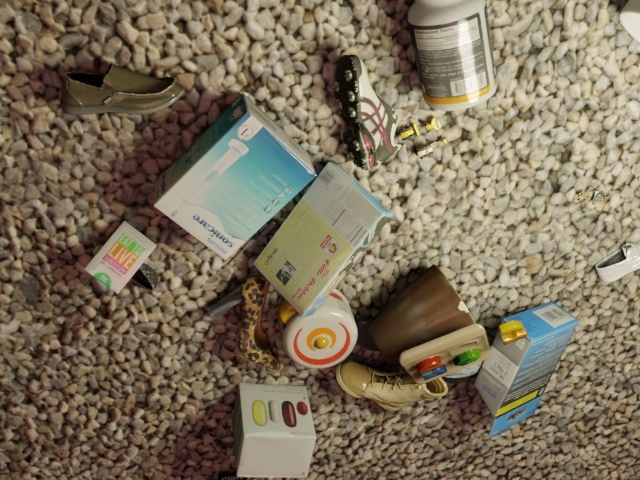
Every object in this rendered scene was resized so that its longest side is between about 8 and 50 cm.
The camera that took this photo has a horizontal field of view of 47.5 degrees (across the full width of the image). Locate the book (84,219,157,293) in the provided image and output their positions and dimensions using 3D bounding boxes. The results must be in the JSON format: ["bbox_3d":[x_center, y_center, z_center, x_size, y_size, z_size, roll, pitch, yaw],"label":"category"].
[{"bbox_3d":[-0.463,0.037,1.688,0.096,0.035,0.144,39,85,-17],"label":"book"}]

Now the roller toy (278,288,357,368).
[{"bbox_3d":[-0.007,0.219,1.840,0.191,0.146,0.210,-8,120,-6],"label":"roller toy"}]

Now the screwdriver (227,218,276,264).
[{"bbox_3d":[-0.171,0.003,1.763,0.170,0.024,0.025,-37,90,19],"label":"screwdriver"}]

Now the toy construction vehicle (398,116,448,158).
[{"bbox_3d":[0.238,-0.241,1.689,0.098,0.035,0.086,-27,110,3],"label":"toy construction vehicle"}]

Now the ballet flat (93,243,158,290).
[{"bbox_3d":[-0.457,0.061,1.723,0.173,0.049,0.057,32,109,-25],"label":"ballet flat"}]

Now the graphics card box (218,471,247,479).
[{"bbox_3d":[-0.232,0.868,2.045,0.094,0.371,0.233,-3,121,-9],"label":"graphics card box"}]

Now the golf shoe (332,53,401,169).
[{"bbox_3d":[0.104,-0.292,1.607,0.120,0.105,0.273,-24,128,-15],"label":"golf shoe"}]

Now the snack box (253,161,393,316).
[{"bbox_3d":[0.000,0.000,1.700,0.322,0.187,0.060,-52,158,19],"label":"snack box"}]

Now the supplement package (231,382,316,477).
[{"bbox_3d":[-0.129,0.506,1.952,0.194,0.203,0.149,5,119,-13],"label":"supplement package"}]

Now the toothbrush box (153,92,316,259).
[{"bbox_3d":[-0.192,-0.136,1.612,0.295,0.126,0.216,-43,119,14],"label":"toothbrush box"}]

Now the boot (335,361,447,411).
[{"bbox_3d":[0.190,0.375,1.948,0.262,0.095,0.203,33,140,-29],"label":"boot"}]

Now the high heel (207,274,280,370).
[{"bbox_3d":[-0.136,0.210,1.839,0.186,0.093,0.261,-34,111,17],"label":"high heel"}]

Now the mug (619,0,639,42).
[{"bbox_3d":[0.859,-0.522,1.525,0.374,0.276,0.328,17,111,-53],"label":"mug"}]

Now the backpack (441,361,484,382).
[{"bbox_3d":[0.379,0.295,1.962,0.151,0.115,0.182,-12,129,-18],"label":"backpack"}]

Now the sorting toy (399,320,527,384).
[{"bbox_3d":[0.353,0.268,1.761,0.307,0.041,0.229,-23,151,7],"label":"sorting toy"}]

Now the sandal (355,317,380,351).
[{"bbox_3d":[0.187,0.255,1.959,0.254,0.055,0.097,18,122,-30],"label":"sandal"}]

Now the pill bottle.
[{"bbox_3d":[0.270,-0.425,1.510,0.162,0.162,0.279,-17,120,0],"label":"pill bottle"}]

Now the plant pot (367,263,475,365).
[{"bbox_3d":[0.242,0.210,1.822,0.230,0.215,0.215,-31,121,-1],"label":"plant pot"}]

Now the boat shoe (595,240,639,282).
[{"bbox_3d":[0.820,0.040,1.942,0.184,0.066,0.063,-31,122,19],"label":"boat shoe"}]

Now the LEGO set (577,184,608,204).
[{"bbox_3d":[0.696,-0.110,1.849,0.083,0.023,0.054,-15,121,-2],"label":"LEGO set"}]

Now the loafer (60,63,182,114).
[{"bbox_3d":[-0.410,-0.312,1.489,0.251,0.094,0.088,-6,125,-7],"label":"loafer"}]

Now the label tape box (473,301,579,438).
[{"bbox_3d":[0.541,0.349,1.981,0.240,0.106,0.334,-10,127,-41],"label":"label tape box"}]
